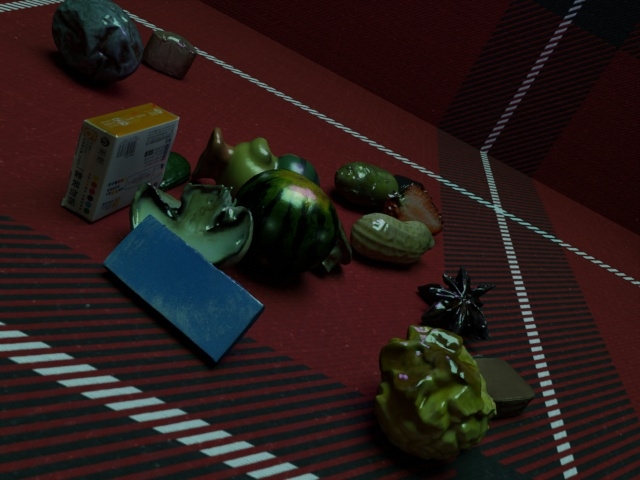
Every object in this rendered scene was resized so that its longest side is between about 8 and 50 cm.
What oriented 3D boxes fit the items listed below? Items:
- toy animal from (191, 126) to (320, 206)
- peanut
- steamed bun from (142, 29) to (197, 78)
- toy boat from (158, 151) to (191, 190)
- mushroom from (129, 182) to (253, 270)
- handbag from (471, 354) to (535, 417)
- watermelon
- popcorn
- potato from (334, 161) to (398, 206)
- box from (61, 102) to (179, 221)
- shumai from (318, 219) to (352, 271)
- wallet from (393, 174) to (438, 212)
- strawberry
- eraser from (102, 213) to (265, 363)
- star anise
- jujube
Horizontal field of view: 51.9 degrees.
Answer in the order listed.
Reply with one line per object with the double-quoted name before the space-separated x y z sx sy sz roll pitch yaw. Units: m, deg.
"toy animal" -0.166 -0.156 1.772 0.338 0.216 0.191 18 54 -18
"peanut" 0.217 -0.004 1.943 0.325 0.140 0.153 4 18 -45
"steamed bun" -0.549 -0.687 2.408 0.175 0.145 0.106 25 24 -18
"toy boat" -0.406 -0.192 1.747 0.104 0.052 0.210 45 25 -2
"mushroom" -0.269 -0.015 1.425 0.267 0.190 0.164 3 -14 5
"handbag" 0.404 0.345 1.563 0.193 0.072 0.151 6 33 -37
"watermelon" -0.088 -0.042 1.570 0.269 0.269 0.269 23 26 -12
"popcorn" 0.226 0.303 1.312 0.332 0.225 0.265 32 26 -51
"potato" 0.156 -0.185 2.217 0.298 0.141 0.176 8 35 -54
"box" -0.446 -0.183 1.497 0.091 0.221 0.274 29 23 8
"shumai" 0.000 0.000 1.739 0.120 0.201 0.201 -26 47 -9
"wallet" 0.354 -0.173 2.502 0.149 0.044 0.250 17 28 -15
"strawberry" 0.293 -0.091 2.199 0.106 0.175 0.236 19 -34 55
"eraser" -0.267 0.090 1.280 0.312 0.144 0.043 36 -14 16
"star anise" 0.376 0.180 1.789 0.212 0.129 0.283 20 35 -4
"jujube" -0.679 -0.619 2.032 0.308 0.246 0.215 48 32 22
